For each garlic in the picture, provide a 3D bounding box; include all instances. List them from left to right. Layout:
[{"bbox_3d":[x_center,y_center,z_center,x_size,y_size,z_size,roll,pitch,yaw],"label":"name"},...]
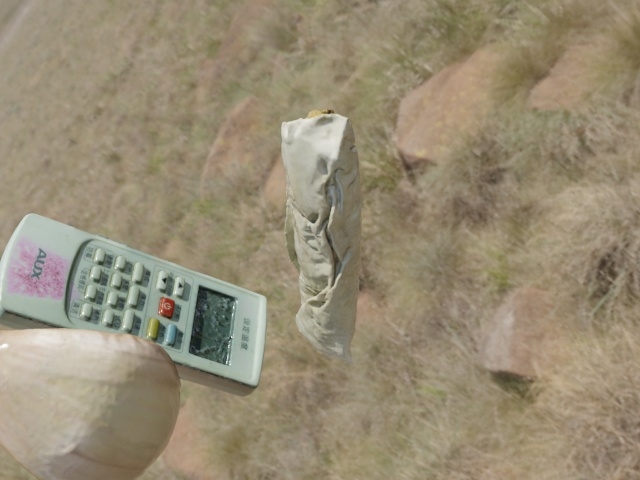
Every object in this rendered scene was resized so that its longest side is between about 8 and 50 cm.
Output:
[{"bbox_3d":[-0.172,0.116,0.625,0.115,0.207,0.128,-29,56,12],"label":"garlic"}]

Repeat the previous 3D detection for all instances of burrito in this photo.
[{"bbox_3d":[0.000,0.000,1.056,0.117,0.392,0.076,29,50,32],"label":"burrito"}]

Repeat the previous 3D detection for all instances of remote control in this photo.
[{"bbox_3d":[-0.227,0.084,1.044,0.050,0.344,0.145,-41,36,44],"label":"remote control"}]
